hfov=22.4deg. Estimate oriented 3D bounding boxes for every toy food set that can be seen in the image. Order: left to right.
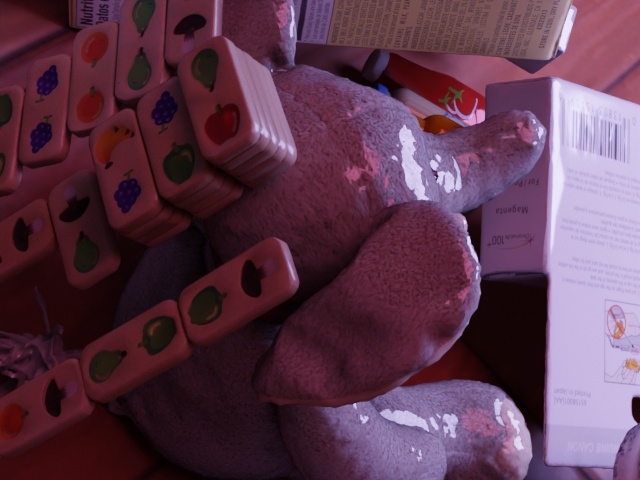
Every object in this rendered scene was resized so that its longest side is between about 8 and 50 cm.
[{"bbox_3d":[0.095,-0.131,1.122,0.104,0.111,0.232,28,62,-17],"label":"toy food set"}]

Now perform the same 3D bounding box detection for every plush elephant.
[{"bbox_3d":[0.000,0.000,0.844,0.330,0.255,0.272,-9,64,-42],"label":"plush elephant"}]

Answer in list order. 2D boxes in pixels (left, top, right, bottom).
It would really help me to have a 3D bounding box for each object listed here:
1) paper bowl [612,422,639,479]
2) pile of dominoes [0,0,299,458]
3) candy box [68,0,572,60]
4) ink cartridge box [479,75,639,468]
[{"bbox_3d":[0.244,0.228,0.897,0.284,0.148,0.284,44,31,-36],"label":"paper bowl"},{"bbox_3d":[-0.130,-0.013,0.766,0.040,0.251,0.196,31,35,-53],"label":"pile of dominoes"},{"bbox_3d":[-0.001,-0.219,1.057,0.316,0.087,0.183,3,52,-6],"label":"candy box"},{"bbox_3d":[0.210,0.033,1.085,0.275,0.060,0.239,10,81,-46],"label":"ink cartridge box"}]
